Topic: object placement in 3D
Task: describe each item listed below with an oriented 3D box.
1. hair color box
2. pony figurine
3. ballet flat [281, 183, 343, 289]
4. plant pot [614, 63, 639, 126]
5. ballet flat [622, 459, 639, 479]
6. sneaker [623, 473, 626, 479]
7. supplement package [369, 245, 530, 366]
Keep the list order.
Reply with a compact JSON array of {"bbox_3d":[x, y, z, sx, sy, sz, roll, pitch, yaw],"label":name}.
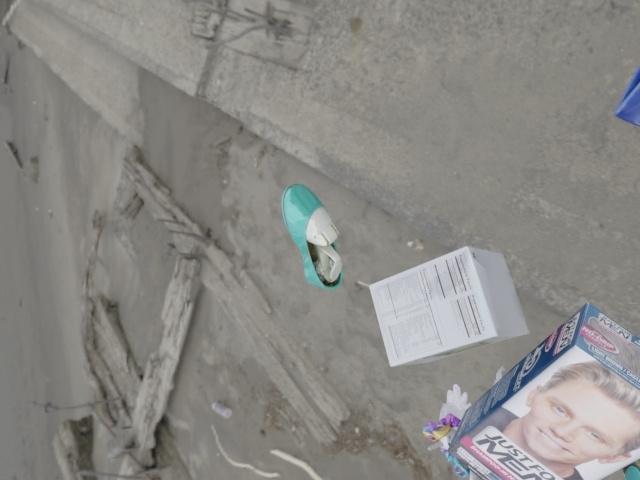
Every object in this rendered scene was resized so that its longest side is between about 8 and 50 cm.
[{"bbox_3d":[0.358,0.269,0.861,0.174,0.105,0.347,36,134,10],"label":"hair color box"},{"bbox_3d":[0.507,0.610,1.787,0.363,0.351,0.303,39,135,1],"label":"pony figurine"},{"bbox_3d":[0.000,0.000,1.034,0.087,0.083,0.247,23,145,32],"label":"ballet flat"},{"bbox_3d":[0.654,-0.287,0.896,0.212,0.236,0.236,35,156,10],"label":"plant pot"},{"bbox_3d":[0.851,0.591,1.523,0.123,0.123,0.348,-54,41,29],"label":"ballet flat"},{"bbox_3d":[0.919,0.641,1.650,0.085,0.086,0.237,-1,103,48],"label":"sneaker"},{"bbox_3d":[0.291,0.156,1.301,0.263,0.199,0.198,-26,69,34],"label":"supplement package"}]
